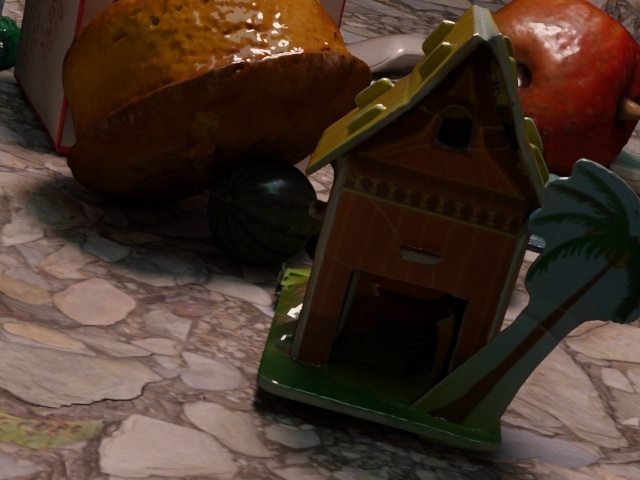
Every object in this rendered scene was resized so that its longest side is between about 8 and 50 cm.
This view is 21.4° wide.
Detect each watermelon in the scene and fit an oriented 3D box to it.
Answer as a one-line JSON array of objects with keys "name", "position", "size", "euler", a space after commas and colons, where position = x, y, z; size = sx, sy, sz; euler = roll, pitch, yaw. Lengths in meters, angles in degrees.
[{"name": "watermelon", "position": [-0.063, -0.029, 1.610], "size": [0.133, 0.105, 0.105], "euler": [14, 12, -48]}]

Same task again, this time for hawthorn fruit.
[{"name": "hawthorn fruit", "position": [0.308, -0.203, 2.274], "size": [0.261, 0.258, 0.258], "euler": [27, 16, -4]}]

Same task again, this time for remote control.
[{"name": "remote control", "position": [0.016, -0.226, 2.202], "size": [0.313, 0.055, 0.109], "euler": [-5, 0, 42]}]

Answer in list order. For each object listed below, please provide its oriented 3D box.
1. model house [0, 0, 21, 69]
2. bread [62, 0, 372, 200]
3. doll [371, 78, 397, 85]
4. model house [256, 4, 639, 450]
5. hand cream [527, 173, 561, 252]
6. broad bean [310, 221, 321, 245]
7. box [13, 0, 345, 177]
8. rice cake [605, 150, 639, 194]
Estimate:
[{"name": "model house", "position": [-0.476, -0.351, 2.059], "size": [0.230, 0.249, 0.280], "euler": [18, 17, 7]}, {"name": "bread", "position": [-0.110, -0.148, 1.666], "size": [0.312, 0.172, 0.312], "euler": [-18, -12, -4]}, {"name": "doll", "position": [0.108, -0.131, 2.087], "size": [0.180, 0.107, 0.110], "euler": [36, -15, 37]}, {"name": "model house", "position": [0.150, -0.021, 1.398], "size": [0.340, 0.324, 0.300], "euler": [15, 18, 0]}, {"name": "hand cream", "position": [0.261, -0.033, 2.025], "size": [0.083, 0.048, 0.224], "euler": [19, 22, 7]}, {"name": "broad bean", "position": [0.004, 0.001, 1.699], "size": [0.069, 0.039, 0.227], "euler": [13, 15, -29]}, {"name": "box", "position": [-0.165, -0.267, 1.947], "size": [0.300, 0.314, 0.312], "euler": [5, 19, -21]}, {"name": "rice cake", "position": [0.503, -0.074, 2.342], "size": [0.237, 0.043, 0.127], "euler": [17, 18, 6]}]
